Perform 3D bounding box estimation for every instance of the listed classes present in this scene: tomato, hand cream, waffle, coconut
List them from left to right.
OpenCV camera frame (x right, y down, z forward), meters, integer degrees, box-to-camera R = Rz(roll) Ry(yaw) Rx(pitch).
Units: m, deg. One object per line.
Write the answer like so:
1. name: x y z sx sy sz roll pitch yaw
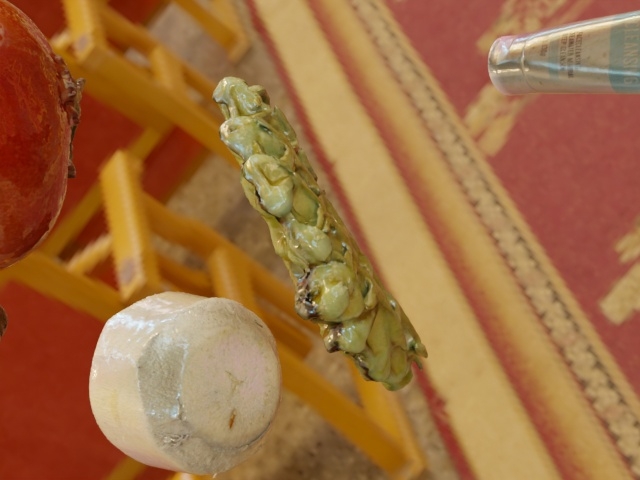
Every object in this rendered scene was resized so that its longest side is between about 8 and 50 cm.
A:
1. tomato: -0.409 -0.112 1.704 0.321 0.321 0.321 -36 34 29
2. coconut: -0.163 0.164 1.924 0.234 0.224 0.224 -12 49 56
3. waffle: 0.000 0.000 1.553 0.073 0.317 0.297 -30 61 6
4. hand cream: 0.315 -0.193 1.721 0.312 0.070 0.111 -2 83 47

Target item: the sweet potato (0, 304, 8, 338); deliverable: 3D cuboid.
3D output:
1. sweet potato: -0.357 0.090 1.744 0.049 0.049 0.117 -52 31 3
